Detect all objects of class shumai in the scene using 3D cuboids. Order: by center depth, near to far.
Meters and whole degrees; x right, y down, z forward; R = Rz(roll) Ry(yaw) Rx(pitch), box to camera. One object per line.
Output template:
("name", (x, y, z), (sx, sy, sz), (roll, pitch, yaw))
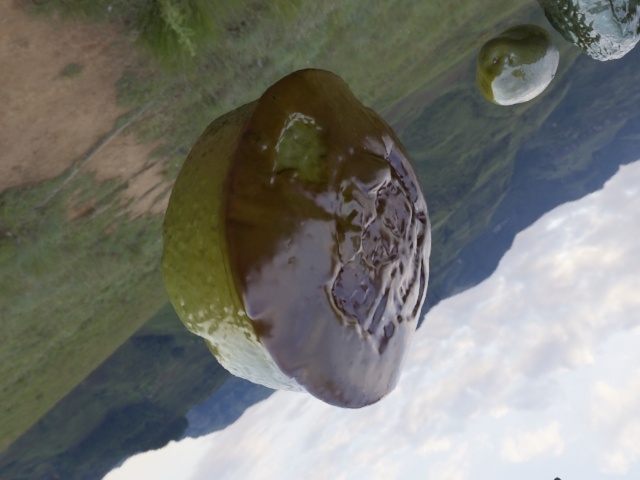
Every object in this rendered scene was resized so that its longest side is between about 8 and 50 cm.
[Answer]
("shumai", (0.445, -0.428, 0.741), (0.203, 0.272, 0.222), (-35, 159, 25))

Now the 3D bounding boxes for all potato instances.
("potato", (0.365, -0.336, 0.918), (0.157, 0.157, 0.194), (-39, 166, 37))

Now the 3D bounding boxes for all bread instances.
("bread", (0.000, 0.000, 0.416), (0.148, 0.270, 0.270), (-9, -160, 39))

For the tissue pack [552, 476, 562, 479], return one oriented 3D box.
("tissue pack", (0.291, 0.455, 0.635), (0.225, 0.185, 0.124), (-41, -140, -5))
